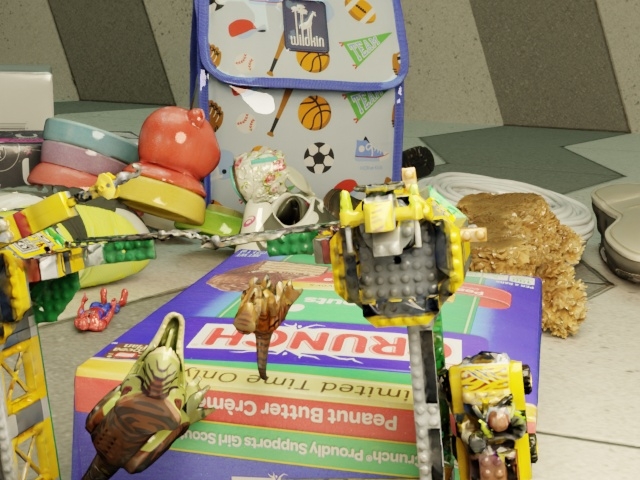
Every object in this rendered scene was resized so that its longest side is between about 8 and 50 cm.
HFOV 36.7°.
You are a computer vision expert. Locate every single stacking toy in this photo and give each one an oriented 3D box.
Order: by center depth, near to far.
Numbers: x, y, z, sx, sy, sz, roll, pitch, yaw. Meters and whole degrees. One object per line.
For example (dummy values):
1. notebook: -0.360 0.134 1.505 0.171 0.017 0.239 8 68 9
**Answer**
1. stacking toy: -0.203 -0.088 1.265 0.309 0.130 0.279 11 -8 39

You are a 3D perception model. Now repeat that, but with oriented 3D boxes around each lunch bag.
1. lunch bag: -0.041 -0.215 1.496 0.327 0.386 0.239 -1 12 -14

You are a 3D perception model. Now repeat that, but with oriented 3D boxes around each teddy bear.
1. teddy bear: 0.170 0.047 1.042 0.245 0.113 0.338 -3 19 11

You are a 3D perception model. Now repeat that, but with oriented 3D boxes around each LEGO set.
1. LEGO set: -0.069 0.092 0.431 0.331 0.255 0.192 3 7 11

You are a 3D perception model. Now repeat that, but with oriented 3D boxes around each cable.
1. cable: 0.242 -0.024 1.323 0.257 0.089 0.257 7 16 -2

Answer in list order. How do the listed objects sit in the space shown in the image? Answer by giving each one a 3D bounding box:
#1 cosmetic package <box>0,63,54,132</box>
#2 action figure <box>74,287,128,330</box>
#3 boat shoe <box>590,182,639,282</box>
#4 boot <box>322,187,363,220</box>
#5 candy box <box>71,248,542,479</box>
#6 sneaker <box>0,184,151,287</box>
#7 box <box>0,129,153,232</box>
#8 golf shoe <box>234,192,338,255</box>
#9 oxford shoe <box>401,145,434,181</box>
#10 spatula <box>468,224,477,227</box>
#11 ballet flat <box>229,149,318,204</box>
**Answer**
1. cosmetic package: -0.522 -0.182 1.644 0.138 0.224 0.224 -1 13 -14
2. action figure: -0.231 0.072 1.006 0.038 0.030 0.115 7 15 1
3. boat shoe: 0.426 0.004 1.274 0.112 0.096 0.335 -12 15 11
4. boot: 0.066 -0.028 1.344 0.106 0.082 0.219 7 6 13
5. candy box: 0.015 0.103 0.680 0.268 0.122 0.317 5 14 12
6. sneaker: -0.341 0.030 1.016 0.384 0.145 0.147 0 47 -43
7. box: -0.385 -0.089 1.436 0.247 0.142 0.163 -4 13 -22
8. golf shoe: 0.000 0.000 1.152 0.105 0.120 0.273 8 12 32
9. oxford shoe: 0.109 -0.131 1.880 0.227 0.083 0.096 -7 -4 -35
10. spatula: 0.037 0.041 0.961 0.242 0.019 0.168 -30 13 -7
11. ballet flat: -0.041 -0.043 1.222 0.077 0.091 0.241 -19 -23 8
